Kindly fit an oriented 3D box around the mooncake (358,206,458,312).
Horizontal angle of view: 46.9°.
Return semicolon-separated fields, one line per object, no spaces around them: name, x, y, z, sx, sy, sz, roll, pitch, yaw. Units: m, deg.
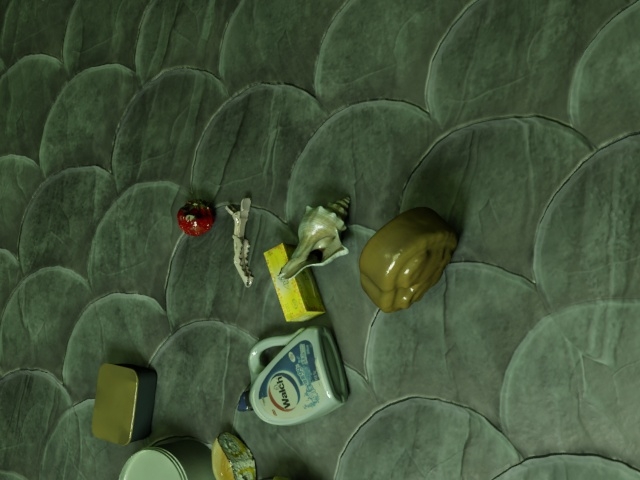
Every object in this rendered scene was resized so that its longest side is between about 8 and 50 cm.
mooncake;0.190;0.038;1.534;0.117;0.234;0.235;45;107;30

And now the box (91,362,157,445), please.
box;-0.520;0.432;1.969;0.144;0.090;0.201;4;87;30

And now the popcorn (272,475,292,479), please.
popcorn;-0.066;0.660;1.626;0.251;0.206;0.237;25;83;18

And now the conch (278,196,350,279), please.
conch;0.009;0.000;1.705;0.137;0.114;0.234;13;79;15

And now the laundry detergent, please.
laundry detergent;-0.086;0.326;1.723;0.280;0.105;0.215;-23;74;28

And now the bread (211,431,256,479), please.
bread;-0.215;0.553;1.784;0.094;0.083;0.157;-50;62;19

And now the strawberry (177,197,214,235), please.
strawberry;-0.322;-0.052;1.910;0.106;0.106;0.106;-4;83;30

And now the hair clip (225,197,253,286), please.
hair clip;-0.205;0.007;1.866;0.072;0.034;0.226;-7;83;33

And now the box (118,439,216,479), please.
box;-0.372;0.619;1.830;0.226;0.149;0.226;-4;83;31

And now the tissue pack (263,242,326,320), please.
tissue pack;-0.059;0.098;1.735;0.062;0.095;0.176;-27;71;26
